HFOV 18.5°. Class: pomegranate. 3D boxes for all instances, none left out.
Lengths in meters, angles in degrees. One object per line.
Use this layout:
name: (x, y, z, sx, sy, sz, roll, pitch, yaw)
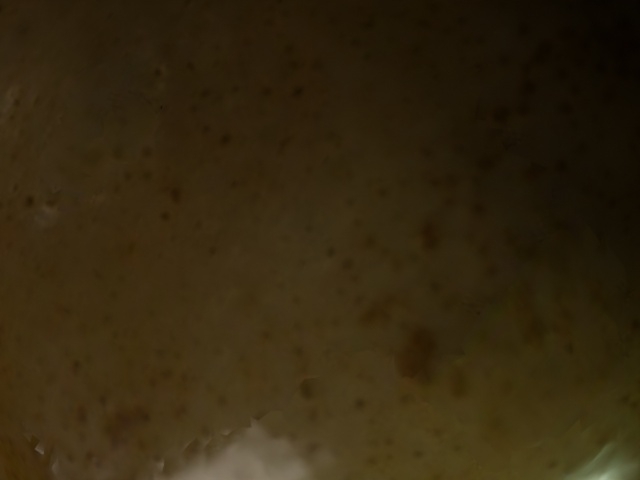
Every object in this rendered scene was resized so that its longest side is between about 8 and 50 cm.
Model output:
pomegranate: (0.000, 0.000, 0.756, 0.416, 0.416, 0.416, 31, 163, 11)
